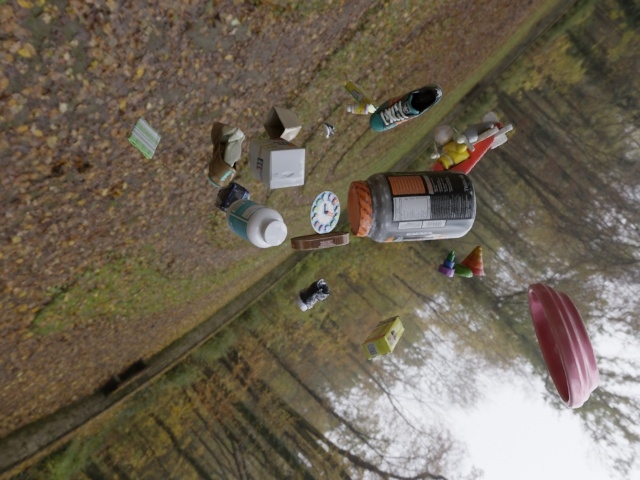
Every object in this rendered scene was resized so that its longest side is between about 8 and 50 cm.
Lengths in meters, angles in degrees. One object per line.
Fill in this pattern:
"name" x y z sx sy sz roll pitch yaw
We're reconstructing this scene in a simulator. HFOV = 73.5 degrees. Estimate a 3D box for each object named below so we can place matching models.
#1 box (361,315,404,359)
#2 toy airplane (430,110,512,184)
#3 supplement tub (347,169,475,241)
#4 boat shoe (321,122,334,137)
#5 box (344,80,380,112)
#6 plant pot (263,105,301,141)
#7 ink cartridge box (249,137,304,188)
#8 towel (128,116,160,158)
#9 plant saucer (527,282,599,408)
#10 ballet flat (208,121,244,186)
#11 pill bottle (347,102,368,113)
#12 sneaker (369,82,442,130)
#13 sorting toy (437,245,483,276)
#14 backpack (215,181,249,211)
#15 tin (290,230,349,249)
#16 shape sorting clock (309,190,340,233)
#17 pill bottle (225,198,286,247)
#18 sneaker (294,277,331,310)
"box" 0.214 0.321 1.435 0.087 0.058 0.232 -25 178 23
"toy airplane" 0.630 -0.423 1.878 0.386 0.272 0.384 -48 -177 44
"supplement tub" 0.243 -0.095 1.184 0.316 0.193 0.193 -3 167 -9
"boat shoe" 0.031 -0.393 1.509 0.038 0.046 0.125 -28 177 2
"box" 0.193 -0.609 1.850 0.043 0.179 0.105 -50 156 26
"plant pot" -0.137 -0.434 1.619 0.096 0.109 0.109 -17 164 -36
"ink cartridge box" -0.148 -0.265 1.450 0.128 0.176 0.127 -12 120 -29
"towel" -0.678 -0.394 1.645 0.023 0.113 0.152 -22 -138 22
"plant saucer" 0.654 0.273 1.157 0.084 0.332 0.332 -16 -176 16
"ballet flat" -0.338 -0.343 1.572 0.124 0.116 0.342 -31 -138 27
"pill bottle" 0.154 -0.544 1.763 0.043 0.083 0.043 7 90 -78
"sneaker" 0.315 -0.508 1.635 0.302 0.108 0.121 -24 -168 25
"sorting toy" 0.636 0.083 1.897 0.365 0.127 0.126 1 109 -49
"backpack" -0.444 -0.209 2.120 0.173 0.117 0.158 18 -97 58
"tin" 0.000 0.000 1.331 0.189 0.040 0.106 -8 -168 -19
"shape sorting clock" 0.025 -0.134 2.052 0.040 0.206 0.206 10 -142 40
"pill bottle" -0.233 -0.060 1.585 0.146 0.146 0.264 -42 -142 -19
"sneaker" -0.026 0.249 2.012 0.153 0.101 0.268 -32 177 6
